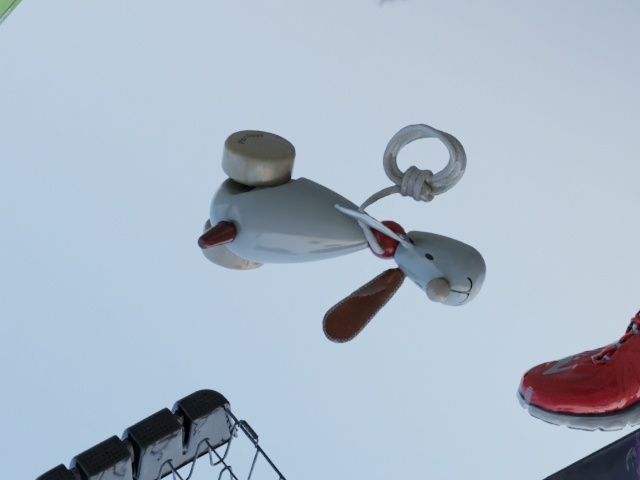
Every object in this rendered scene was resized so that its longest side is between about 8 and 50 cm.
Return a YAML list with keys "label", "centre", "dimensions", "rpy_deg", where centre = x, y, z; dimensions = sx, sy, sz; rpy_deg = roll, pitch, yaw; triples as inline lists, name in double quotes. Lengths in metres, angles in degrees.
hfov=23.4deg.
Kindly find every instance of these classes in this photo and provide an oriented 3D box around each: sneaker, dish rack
- label: "sneaker"
  centre: [0.321, 0.105, 1.542]
  dimensions: [0.279, 0.118, 0.107]
  rpy_deg: [-13, -151, -15]
- label: "dish rack"
  centre: [-0.095, 0.254, 1.237]
  dimensions: [0.208, 0.074, 0.271]
  rpy_deg: [-28, -120, -27]

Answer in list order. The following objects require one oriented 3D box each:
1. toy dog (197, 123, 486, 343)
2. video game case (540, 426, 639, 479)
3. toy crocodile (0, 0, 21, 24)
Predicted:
- label: "toy dog"
  centre: [0.000, 0.000, 1.689]
  dimensions: [0.161, 0.334, 0.220]
  rpy_deg: [-51, -44, -55]
- label: "video game case"
  centre: [0.331, 0.228, 1.269]
  dimensions: [0.274, 0.026, 0.196]
  rpy_deg: [-20, -117, -33]
- label: "toy crocodile"
  centre: [-0.168, -0.287, 1.144]
  dimensions: [0.115, 0.340, 0.105]
  rpy_deg: [48, -177, 8]
